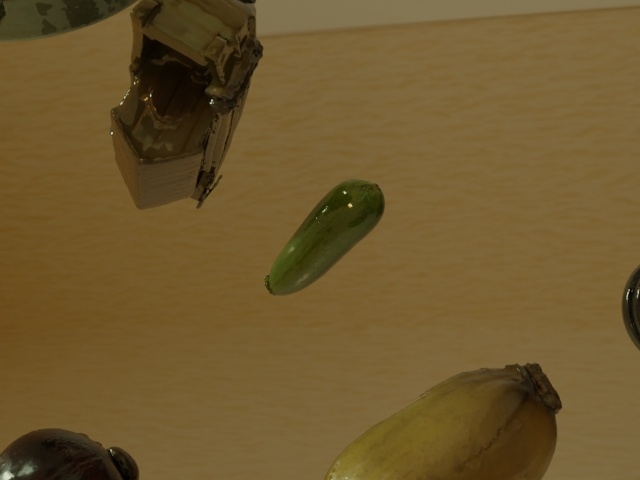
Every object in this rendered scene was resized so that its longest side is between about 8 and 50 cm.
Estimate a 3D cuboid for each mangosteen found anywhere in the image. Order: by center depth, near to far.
[{"bbox_3d":[-0.251,0.253,0.943,0.152,0.152,0.152,-1,-90,-76],"label":"mangosteen"}]

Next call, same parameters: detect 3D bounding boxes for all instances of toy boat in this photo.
[{"bbox_3d":[-0.147,-0.127,0.924,0.162,0.136,0.445,-63,5,-17],"label":"toy boat"}]

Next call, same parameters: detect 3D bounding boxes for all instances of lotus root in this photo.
[{"bbox_3d":[0.106,0.226,0.899,0.146,0.303,0.131,32,152,59],"label":"lotus root"}]

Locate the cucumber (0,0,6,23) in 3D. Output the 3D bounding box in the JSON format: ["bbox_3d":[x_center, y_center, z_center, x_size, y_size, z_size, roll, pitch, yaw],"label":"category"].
[{"bbox_3d":[-0.320,-0.101,0.613,0.244,0.134,0.134,-58,-22,-10],"label":"cucumber"}]

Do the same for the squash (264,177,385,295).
[{"bbox_3d":[0.000,0.000,1.093,0.066,0.201,0.066,29,-143,-24],"label":"squash"}]

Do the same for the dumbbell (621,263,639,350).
[{"bbox_3d":[0.515,0.078,1.228,0.388,0.185,0.185,77,-167,-82],"label":"dumbbell"}]

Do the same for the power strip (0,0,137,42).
[{"bbox_3d":[-0.382,-0.402,1.213,0.161,0.357,0.357,83,-166,-45],"label":"power strip"}]
